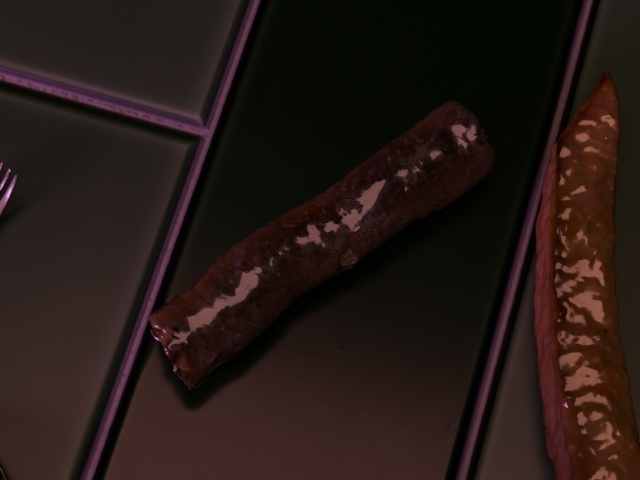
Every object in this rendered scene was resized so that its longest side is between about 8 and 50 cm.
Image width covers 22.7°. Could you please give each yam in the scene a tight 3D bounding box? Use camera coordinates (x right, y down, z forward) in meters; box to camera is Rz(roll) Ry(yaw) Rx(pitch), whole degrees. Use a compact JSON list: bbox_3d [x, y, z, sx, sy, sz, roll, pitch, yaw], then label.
[{"bbox_3d":[0.000,0.000,1.018,0.253,0.061,0.061,-36,74,-13],"label":"yam"}]

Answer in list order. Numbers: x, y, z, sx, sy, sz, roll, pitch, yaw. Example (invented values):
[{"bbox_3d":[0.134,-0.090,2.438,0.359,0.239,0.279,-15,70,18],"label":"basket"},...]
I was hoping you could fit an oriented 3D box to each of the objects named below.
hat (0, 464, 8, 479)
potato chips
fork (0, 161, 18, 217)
[{"bbox_3d":[-0.248,0.158,0.955,0.121,0.050,0.121,0,71,1],"label":"hat"},{"bbox_3d":[0.175,0.085,0.983,0.080,0.057,0.407,-6,66,2],"label":"potato chips"},{"bbox_3d":[-0.273,0.036,1.019,0.034,0.028,0.219,40,77,5],"label":"fork"}]
